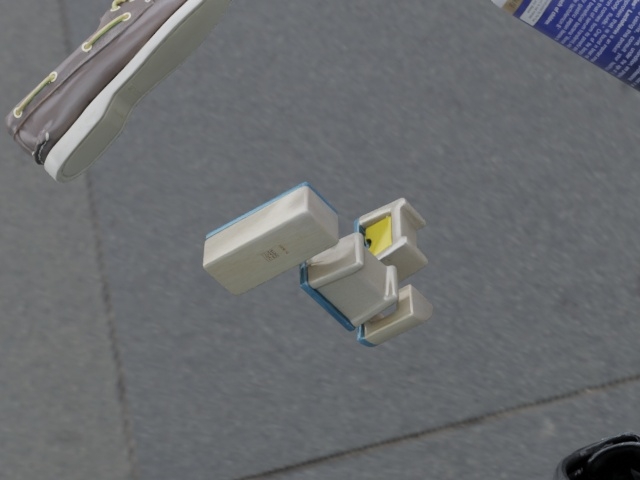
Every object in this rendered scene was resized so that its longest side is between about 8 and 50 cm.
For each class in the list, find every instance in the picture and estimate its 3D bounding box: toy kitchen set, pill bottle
[{"bbox_3d":[0.000,0.000,1.620,0.122,0.207,0.166,-27,39,25],"label":"toy kitchen set"},{"bbox_3d":[0.311,-0.233,1.629,0.265,0.153,0.153,31,92,-1],"label":"pill bottle"}]

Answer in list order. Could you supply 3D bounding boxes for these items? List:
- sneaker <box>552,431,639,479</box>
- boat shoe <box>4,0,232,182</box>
[{"bbox_3d":[0.277,0.221,1.336,0.104,0.296,0.147,32,119,40],"label":"sneaker"},{"bbox_3d":[-0.214,-0.213,1.861,0.097,0.116,0.324,41,87,12],"label":"boat shoe"}]
